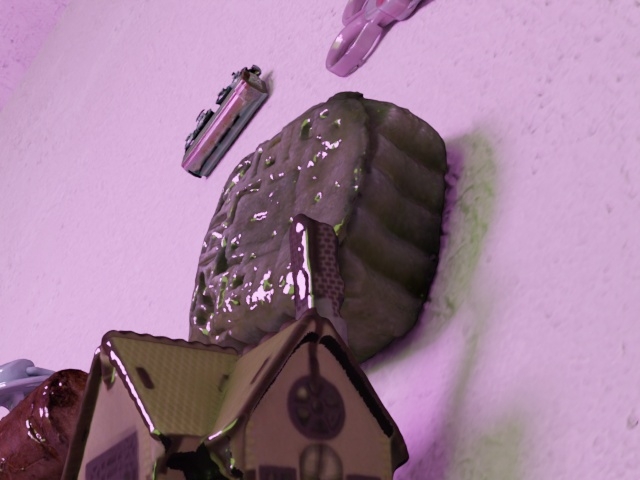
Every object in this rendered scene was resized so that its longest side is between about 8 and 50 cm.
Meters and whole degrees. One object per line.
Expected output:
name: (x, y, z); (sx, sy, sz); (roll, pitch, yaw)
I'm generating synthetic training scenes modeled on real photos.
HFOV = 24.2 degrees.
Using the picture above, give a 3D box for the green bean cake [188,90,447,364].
green bean cake: (0.000, 0.000, 1.224); (0.227, 0.125, 0.222); (-26, 40, 47)

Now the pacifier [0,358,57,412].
pacifier: (-0.372, 0.209, 1.828); (0.150, 0.127, 0.116); (-21, 79, 20)

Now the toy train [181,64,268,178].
toy train: (-0.115, -0.140, 1.746); (0.148, 0.038, 0.071); (-51, 23, 24)

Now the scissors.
scissors: (0.078, -0.243, 1.463); (0.242, 0.030, 0.118); (-29, 38, 59)

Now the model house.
model house: (-0.070, 0.104, 1.011); (0.205, 0.218, 0.278); (-31, 56, 49)

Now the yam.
yam: (-0.313, 0.244, 1.596); (0.280, 0.131, 0.131); (-43, 28, 35)
